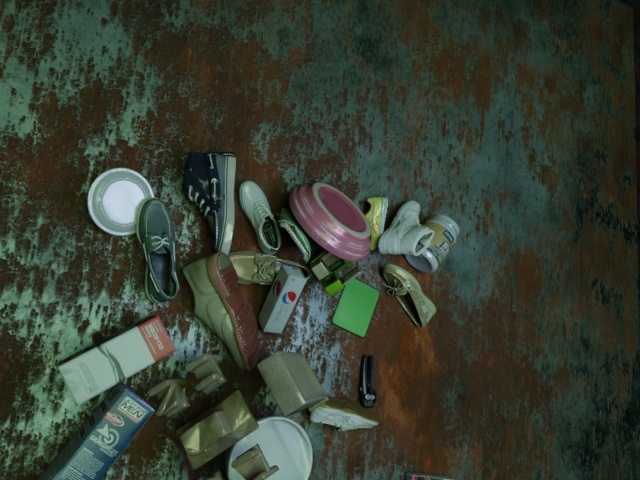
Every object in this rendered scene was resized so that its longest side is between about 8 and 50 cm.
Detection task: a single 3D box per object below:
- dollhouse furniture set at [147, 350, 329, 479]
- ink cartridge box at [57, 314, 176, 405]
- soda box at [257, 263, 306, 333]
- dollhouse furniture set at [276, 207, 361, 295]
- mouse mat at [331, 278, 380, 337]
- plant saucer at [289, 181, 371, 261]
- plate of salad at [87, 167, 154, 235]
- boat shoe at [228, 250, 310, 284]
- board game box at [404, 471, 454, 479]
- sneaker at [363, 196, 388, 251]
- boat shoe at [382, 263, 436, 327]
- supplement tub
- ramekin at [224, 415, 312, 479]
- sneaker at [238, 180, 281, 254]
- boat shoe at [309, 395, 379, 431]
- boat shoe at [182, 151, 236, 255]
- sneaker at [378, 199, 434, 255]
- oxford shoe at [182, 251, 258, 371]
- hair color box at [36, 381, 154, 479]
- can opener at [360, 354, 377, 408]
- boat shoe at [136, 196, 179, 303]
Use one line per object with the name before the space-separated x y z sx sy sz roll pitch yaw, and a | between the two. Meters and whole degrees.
dollhouse furniture set | -0.208 0.487 1.464 0.394 0.256 0.362 -34 71 5
ink cartridge box | -0.557 0.317 1.403 0.272 0.197 0.114 -29 95 -27
soda box | -0.124 0.188 1.644 0.069 0.074 0.216 12 113 -31
dollhouse furniture set | 0.000 0.000 1.691 0.151 0.197 0.302 -34 105 1
mouse mat | 0.130 0.240 1.866 0.152 0.007 0.190 29 73 -21
plant saucer | 0.049 -0.078 1.712 0.332 0.084 0.332 34 27 -20
plate of salad | -0.587 -0.113 1.520 0.199 0.048 0.200 -6 98 -43
boat shoe | -0.178 0.093 1.678 0.302 0.098 0.109 11 78 -25
board game box | 0.374 1.009 1.861 0.192 0.053 0.306 17 76 -24
sneaker | 0.194 -0.064 1.908 0.094 0.081 0.209 9 86 5
boat shoe | 0.322 0.202 1.912 0.285 0.104 0.089 47 63 -15
supplement tub | 0.427 0.010 1.967 0.144 0.144 0.200 47 66 -14
ramekin | -0.170 0.671 1.591 0.272 0.127 0.273 4 82 -26
sneaker | -0.188 -0.080 1.699 0.094 0.091 0.258 -26 95 -27
boat shoe | 0.077 0.600 1.753 0.276 0.098 0.096 26 99 -30
boat shoe | -0.355 -0.119 1.616 0.157 0.127 0.341 5 73 -20
sneaker | 0.349 -0.041 1.892 0.293 0.169 0.108 -53 136 -38
oxford shoe | -0.302 0.231 1.603 0.146 0.140 0.398 -14 102 15
hair color box | -0.603 0.555 1.362 0.105 0.173 0.347 43 67 -16
can opener | 0.166 0.499 1.826 0.059 0.073 0.186 -1 76 -8
boat shoe | -0.469 0.027 1.529 0.116 0.099 0.320 -2 87 -39
